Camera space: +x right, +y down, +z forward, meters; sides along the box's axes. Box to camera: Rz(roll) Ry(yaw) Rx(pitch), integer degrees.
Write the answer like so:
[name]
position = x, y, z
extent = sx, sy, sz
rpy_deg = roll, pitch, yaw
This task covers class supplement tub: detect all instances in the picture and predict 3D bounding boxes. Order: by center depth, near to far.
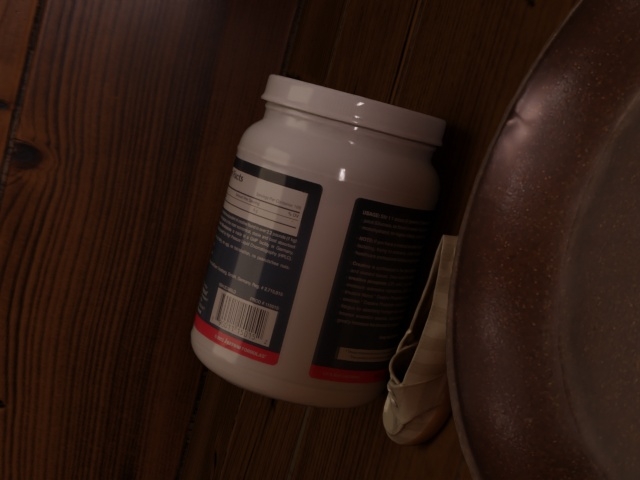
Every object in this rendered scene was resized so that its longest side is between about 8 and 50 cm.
[supplement tub]
position = 0.000, 0.000, 0.997
extent = 0.191, 0.191, 0.272
rpy_deg = -132, 57, -76

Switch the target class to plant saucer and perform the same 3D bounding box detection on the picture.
[plant saucer]
position = 0.165, -0.011, 0.363
extent = 0.311, 0.050, 0.310
rpy_deg = -38, 37, 37

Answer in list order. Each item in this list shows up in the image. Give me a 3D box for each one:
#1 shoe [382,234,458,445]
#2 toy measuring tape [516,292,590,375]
[shoe]
position = 0.084, 0.077, 0.832
extent = 0.076, 0.058, 0.219
rpy_deg = -90, 17, -49
[toy measuring tape]
position = 0.129, 0.016, 0.548
extent = 0.121, 0.122, 0.330
rpy_deg = 117, 163, -50
